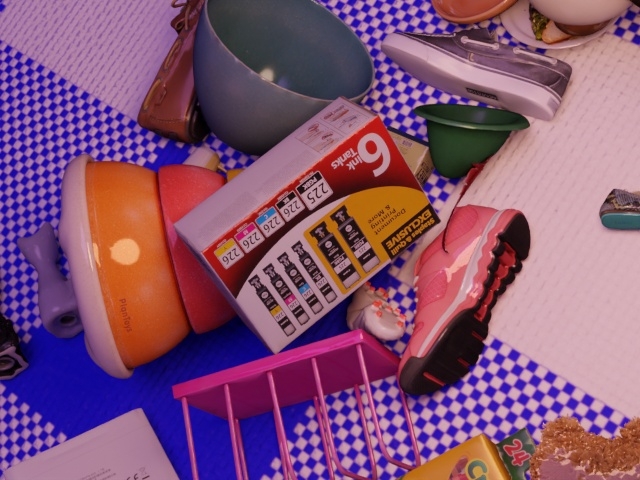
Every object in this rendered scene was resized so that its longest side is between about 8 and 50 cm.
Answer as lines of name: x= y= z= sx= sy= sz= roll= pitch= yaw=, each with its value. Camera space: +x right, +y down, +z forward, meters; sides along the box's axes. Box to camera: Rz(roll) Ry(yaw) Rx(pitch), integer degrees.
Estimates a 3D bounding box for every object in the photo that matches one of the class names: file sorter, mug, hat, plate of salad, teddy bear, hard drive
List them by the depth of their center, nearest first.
teddy bear: x=0.446 y=0.329 z=1.608 sx=0.338 sy=0.113 sz=0.245 roll=-13 pitch=73 yaw=8
file sorter: x=-0.026 y=0.273 z=1.747 sx=0.291 sy=0.202 sz=0.182 roll=-18 pitch=67 yaw=15
hard drive: x=-0.298 y=0.446 z=1.827 sx=0.233 sy=0.047 sz=0.353 roll=-24 pitch=60 yaw=-18
hat: x=0.210 y=-0.102 z=1.859 sx=0.173 sy=0.209 sz=0.183 roll=21 pitch=112 yaw=44
plate of salad: x=0.375 y=-0.381 z=1.906 sx=0.200 sy=0.048 sz=0.199 roll=-10 pitch=56 yaw=15
mug: x=-0.195 y=-0.118 z=2.050 sx=0.062 sy=0.078 sz=0.064 roll=5 pitch=59 yaw=57

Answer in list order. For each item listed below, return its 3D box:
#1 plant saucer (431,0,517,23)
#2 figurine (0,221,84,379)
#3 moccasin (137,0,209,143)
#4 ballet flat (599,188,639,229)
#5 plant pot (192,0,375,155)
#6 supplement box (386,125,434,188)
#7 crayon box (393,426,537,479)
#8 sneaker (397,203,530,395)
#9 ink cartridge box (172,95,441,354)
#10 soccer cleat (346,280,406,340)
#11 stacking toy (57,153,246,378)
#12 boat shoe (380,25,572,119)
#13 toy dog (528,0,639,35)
plant saucer: x=0.268 y=-0.424 z=1.957 sx=0.200 sy=0.037 sz=0.200 roll=-24 pitch=48 yaw=29
figurine: x=-0.508 y=0.092 z=2.073 sx=0.215 sy=0.092 sz=0.209 roll=-33 pitch=58 yaw=6
moccasin: x=-0.204 y=-0.353 z=2.099 sx=0.147 sy=0.139 sz=0.380 roll=20 pitch=88 yaw=18
ballet flat: x=0.494 y=-0.043 z=1.742 sx=0.188 sy=0.070 sz=0.070 roll=10 pitch=75 yaw=21
plant pot: x=-0.085 y=-0.249 z=1.951 sx=0.290 sy=0.290 sz=0.195 roll=56 pitch=132 yaw=28
supplement box: x=0.127 y=-0.120 z=1.915 sx=0.083 sy=0.056 sz=0.083 roll=26 pitch=82 yaw=27
crayon box: x=0.181 y=0.406 z=1.684 sx=0.319 sy=0.081 sz=0.202 roll=-31 pitch=62 yaw=8
sneaker: x=0.187 y=0.083 z=1.804 sx=0.136 sy=0.116 sz=0.313 roll=22 pitch=75 yaw=40
ink cartridge box: x=0.000 y=0.000 z=1.743 sx=0.309 sy=0.272 sz=0.130 roll=-39 pitch=30 yaw=-8
soccer cleat: x=0.078 y=0.120 z=1.794 sx=0.068 sy=0.196 sz=0.076 roll=26 pitch=99 yaw=-12
stacking toy: x=-0.138 y=0.005 z=1.886 sx=0.480 sy=0.350 sz=0.350 roll=-10 pitch=66 yaw=-3
boat shoe: x=0.242 y=-0.283 z=1.905 sx=0.301 sy=0.108 sz=0.102 roll=22 pitch=80 yaw=24
toy dog: x=0.465 y=-0.392 z=1.684 sx=0.408 sy=0.285 sz=0.395 roll=10 pitch=75 yaw=47
